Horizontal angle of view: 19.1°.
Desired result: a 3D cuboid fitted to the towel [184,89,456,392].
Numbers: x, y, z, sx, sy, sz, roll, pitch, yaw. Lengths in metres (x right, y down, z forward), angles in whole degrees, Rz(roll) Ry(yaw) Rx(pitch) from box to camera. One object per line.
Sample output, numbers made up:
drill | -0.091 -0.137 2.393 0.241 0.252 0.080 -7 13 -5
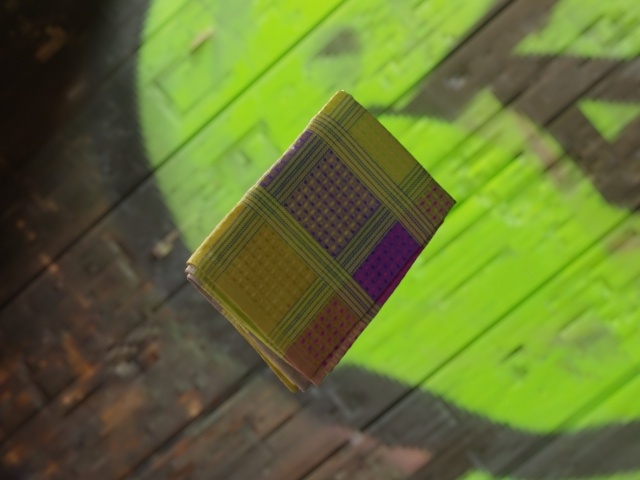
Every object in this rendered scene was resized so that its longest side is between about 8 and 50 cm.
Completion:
towel | 0.000 0.000 0.605 0.060 0.083 0.009 45 -18 -19
